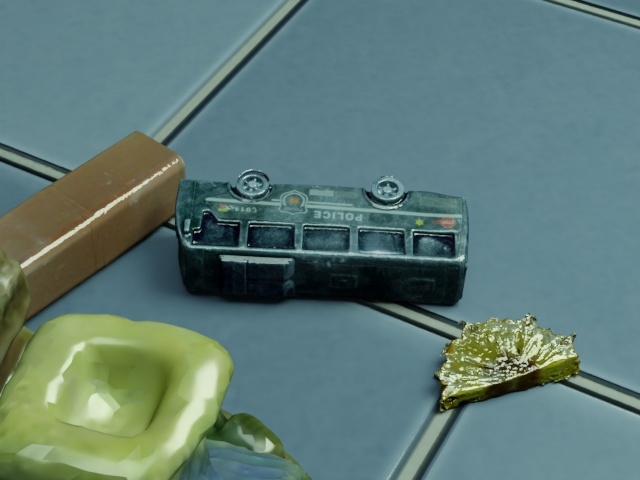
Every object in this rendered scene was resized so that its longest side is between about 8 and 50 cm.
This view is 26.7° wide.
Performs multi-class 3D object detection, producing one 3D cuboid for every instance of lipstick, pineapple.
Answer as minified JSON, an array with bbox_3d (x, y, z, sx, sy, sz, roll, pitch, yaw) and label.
[{"bbox_3d":[-0.141,-0.005,0.760,0.045,0.045,0.145,30,50,28],"label":"lipstick"},{"bbox_3d":[0.095,0.061,0.715,0.083,0.019,0.045,-13,49,-10],"label":"pineapple"}]

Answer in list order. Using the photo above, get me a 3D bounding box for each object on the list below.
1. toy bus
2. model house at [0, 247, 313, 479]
[{"bbox_3d":[0.000,0.000,0.757,0.165,0.047,0.065,3,48,0],"label":"toy bus"},{"bbox_3d":[-0.127,0.102,0.495,0.321,0.266,0.261,11,49,10],"label":"model house"}]
